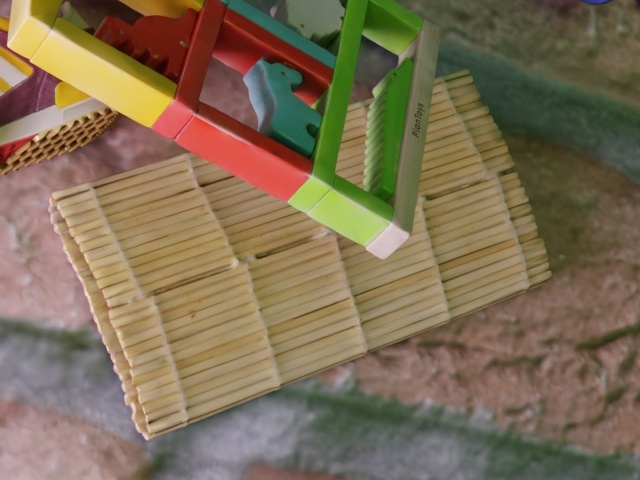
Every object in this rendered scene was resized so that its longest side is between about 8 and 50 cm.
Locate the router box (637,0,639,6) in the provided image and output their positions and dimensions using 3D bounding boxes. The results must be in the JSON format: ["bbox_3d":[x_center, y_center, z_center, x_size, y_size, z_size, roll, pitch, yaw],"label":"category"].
[{"bbox_3d":[0.291,-0.158,1.196,0.092,0.038,0.122,-32,93,-31],"label":"router box"}]

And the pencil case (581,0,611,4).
[{"bbox_3d":[0.104,-0.264,1.071,0.306,0.133,0.119,25,99,-20],"label":"pencil case"}]

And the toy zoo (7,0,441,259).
[{"bbox_3d":[-0.063,-0.130,0.959,0.293,0.030,0.192,29,44,-18],"label":"toy zoo"}]

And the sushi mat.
[{"bbox_3d":[0.000,0.000,1.004,0.316,0.019,0.151,-19,85,-32],"label":"sushi mat"}]

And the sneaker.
[{"bbox_3d":[-0.198,-0.076,0.895,0.185,0.069,0.084,-20,79,-38],"label":"sneaker"}]
